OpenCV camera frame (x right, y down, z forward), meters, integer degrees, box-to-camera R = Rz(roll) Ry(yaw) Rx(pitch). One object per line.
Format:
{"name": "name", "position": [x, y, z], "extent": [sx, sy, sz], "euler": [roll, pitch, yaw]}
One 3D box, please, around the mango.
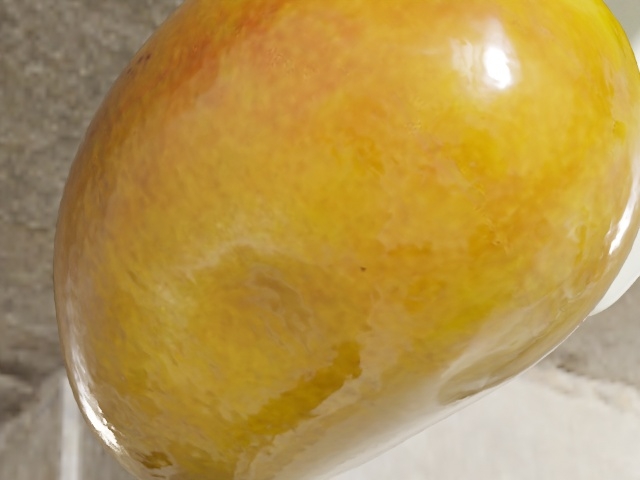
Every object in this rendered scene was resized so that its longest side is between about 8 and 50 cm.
{"name": "mango", "position": [-0.003, -0.005, 0.505], "extent": [0.221, 0.120, 0.151], "euler": [-36, 104, 28]}

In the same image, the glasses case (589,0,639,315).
{"name": "glasses case", "position": [0.166, -0.112, 0.735], "extent": [0.070, 0.313, 0.131], "euler": [43, 174, -24]}
